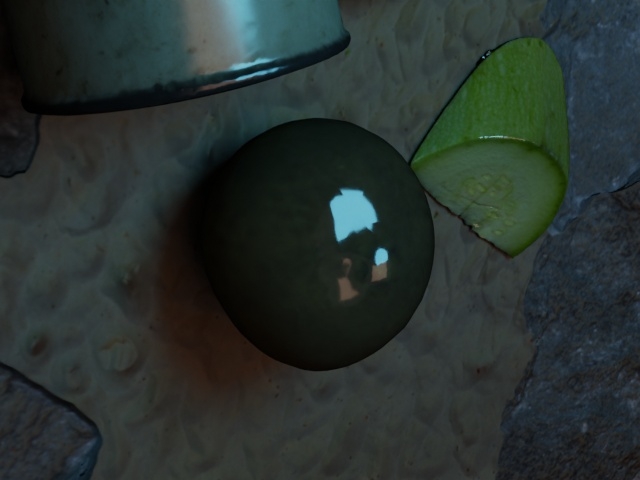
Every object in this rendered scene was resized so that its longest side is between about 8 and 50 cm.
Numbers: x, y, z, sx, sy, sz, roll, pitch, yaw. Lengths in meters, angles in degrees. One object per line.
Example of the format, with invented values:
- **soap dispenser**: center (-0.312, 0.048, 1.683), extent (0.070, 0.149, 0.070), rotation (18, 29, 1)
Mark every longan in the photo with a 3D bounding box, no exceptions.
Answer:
- **longan**: center (0.000, 0.000, 1.083), extent (0.258, 0.258, 0.258), rotation (-12, 113, -29)

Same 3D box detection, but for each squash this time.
- **squash**: center (0.243, -0.130, 1.344), extent (0.204, 0.155, 0.237), rotation (-33, 133, 26)

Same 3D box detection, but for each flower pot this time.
- **flower pot**: center (-0.141, -0.295, 0.876), extent (0.294, 0.294, 0.330), rotation (-19, 111, -27)
